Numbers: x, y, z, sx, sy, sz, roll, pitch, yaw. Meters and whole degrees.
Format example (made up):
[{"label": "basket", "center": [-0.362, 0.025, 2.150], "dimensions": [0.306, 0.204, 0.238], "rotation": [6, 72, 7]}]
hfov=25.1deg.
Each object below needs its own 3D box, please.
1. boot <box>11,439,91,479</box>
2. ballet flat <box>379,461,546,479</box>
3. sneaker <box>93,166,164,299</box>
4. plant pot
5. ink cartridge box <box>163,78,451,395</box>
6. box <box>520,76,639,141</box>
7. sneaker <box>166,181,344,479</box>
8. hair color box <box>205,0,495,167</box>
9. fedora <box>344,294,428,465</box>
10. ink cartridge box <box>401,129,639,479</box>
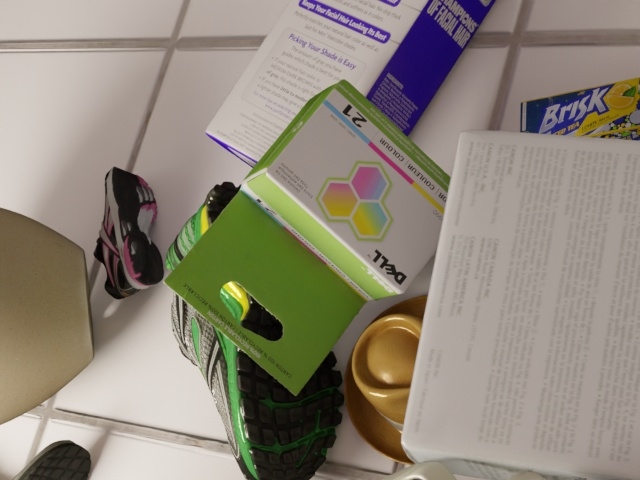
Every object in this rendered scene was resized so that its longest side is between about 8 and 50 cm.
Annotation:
[{"label": "boot", "center": [-0.386, 0.300, 1.674], "dimensions": [0.246, 0.083, 0.161], "rotation": [-51, 44, 1]}, {"label": "ballet flat", "center": [0.123, 0.278, 1.207], "dimensions": [0.483, 0.164, 0.182], "rotation": [-8, 91, 50]}, {"label": "sneaker", "center": [-0.245, -0.008, 1.735], "dimensions": [0.077, 0.072, 0.178], "rotation": [-35, 46, 29]}, {"label": "plant pot", "center": [-0.364, 0.083, 1.668], "dimensions": [0.191, 0.284, 0.284], "rotation": [-6, 59, -7]}, {"label": "ink cartridge box", "center": [0.000, 0.000, 1.437], "dimensions": [0.255, 0.189, 0.097], "rotation": [-52, 11, -20]}, {"label": "box", "center": [0.285, -0.118, 1.434], "dimensions": [0.169, 0.054, 0.059], "rotation": [-9, 63, 30]}, {"label": "sneaker", "center": [-0.079, 0.116, 1.542], "dimensions": [0.146, 0.134, 0.343], "rotation": [-43, 50, 41]}, {"label": "hair color box", "center": [0.042, -0.210, 1.612], "dimensions": [0.185, 0.110, 0.339], "rotation": [32, 89, 41]}, {"label": "fedora", "center": [0.094, 0.128, 1.427], "dimensions": [0.194, 0.079, 0.194], "rotation": [-15, 61, 28]}, {"label": "ink cartridge box", "center": [0.285, 0.069, 1.254], "dimensions": [0.385, 0.091, 0.308], "rotation": [6, 70, 19]}]
